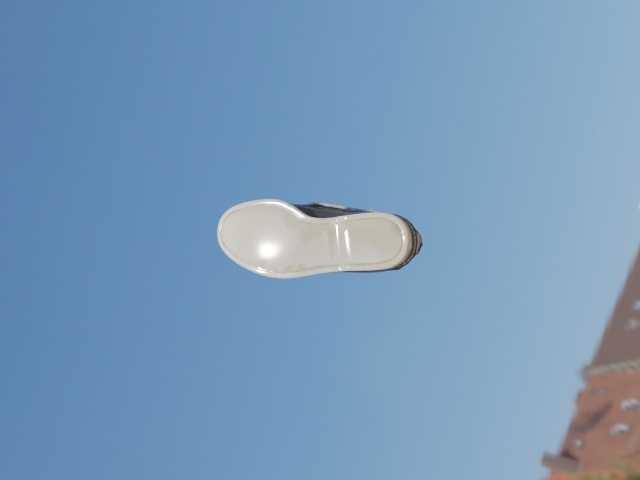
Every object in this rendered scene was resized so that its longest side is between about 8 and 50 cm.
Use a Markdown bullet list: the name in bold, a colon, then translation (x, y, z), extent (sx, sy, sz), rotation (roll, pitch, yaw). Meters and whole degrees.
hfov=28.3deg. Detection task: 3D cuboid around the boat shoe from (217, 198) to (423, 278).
- **boat shoe**: translation (0.000, 0.000, 1.215), extent (0.065, 0.206, 0.075), rotation (2, -89, -63)
